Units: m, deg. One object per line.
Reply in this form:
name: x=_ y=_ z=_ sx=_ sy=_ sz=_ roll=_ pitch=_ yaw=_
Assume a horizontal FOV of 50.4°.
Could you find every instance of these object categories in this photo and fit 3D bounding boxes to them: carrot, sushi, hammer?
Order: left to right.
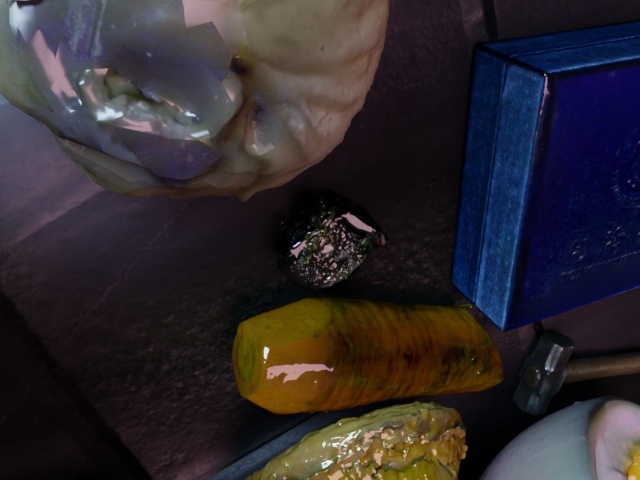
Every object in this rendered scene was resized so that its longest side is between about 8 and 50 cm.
sushi: x=0.000 y=0.000 z=0.638 sx=0.085 sy=0.056 sz=0.083 roll=24 pitch=111 yaw=-37
carrot: x=0.059 y=0.114 z=0.696 sx=0.302 sy=0.114 sz=0.114 roll=3 pitch=115 yaw=-32
hammer: x=0.431 y=0.175 z=0.978 sx=0.366 sy=0.043 sz=0.111 roll=1 pitch=115 yaw=-30

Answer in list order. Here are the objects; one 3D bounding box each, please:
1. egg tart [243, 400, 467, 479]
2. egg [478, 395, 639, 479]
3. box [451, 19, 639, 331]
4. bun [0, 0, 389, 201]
egg tart: x=0.051 y=0.288 z=0.743 sx=0.294 sy=0.123 sz=0.294 roll=-16 pitch=145 yaw=-12
egg: x=0.332 y=0.426 z=0.897 sx=0.355 sy=0.354 sz=0.340 roll=18 pitch=134 yaw=-34
box: x=0.284 y=-0.070 z=0.712 sx=0.262 sy=0.116 sz=0.278 roll=-15 pitch=125 yaw=-21
bun: x=-0.081 y=-0.129 z=0.409 sx=0.273 sy=0.168 sz=0.272 roll=-2 pitch=141 yaw=-2
